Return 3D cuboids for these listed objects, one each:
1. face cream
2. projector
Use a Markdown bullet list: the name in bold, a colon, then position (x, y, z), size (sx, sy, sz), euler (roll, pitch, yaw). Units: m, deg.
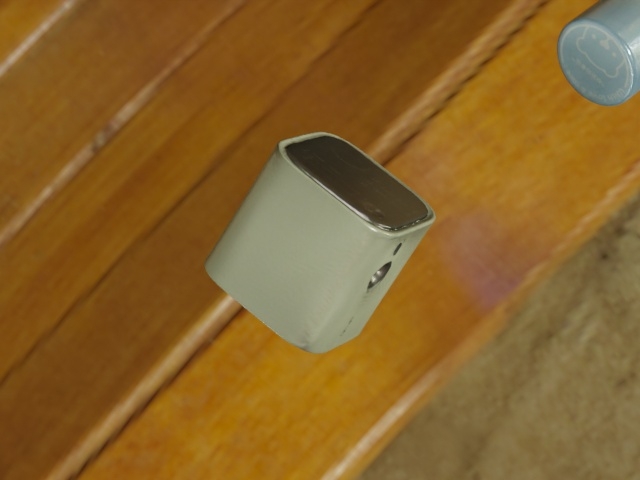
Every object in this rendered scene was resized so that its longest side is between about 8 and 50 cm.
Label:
- **face cream**: position (0.291, -0.195, 1.321), size (0.077, 0.077, 0.250), euler (26, 49, 35)
- **projector**: position (0.000, 0.000, 0.891), size (0.083, 0.083, 0.082), euler (39, 113, 14)
